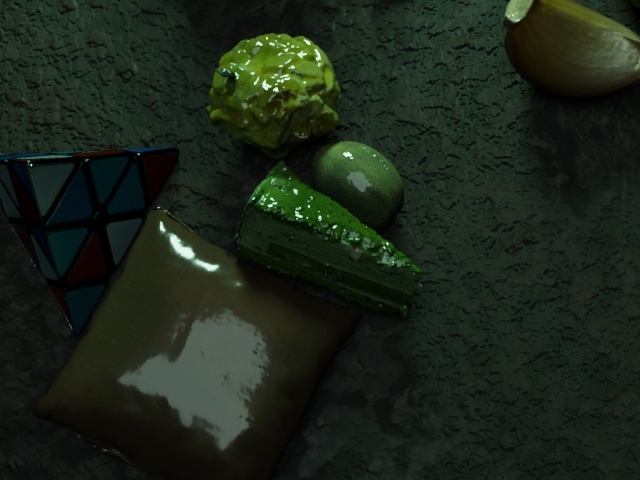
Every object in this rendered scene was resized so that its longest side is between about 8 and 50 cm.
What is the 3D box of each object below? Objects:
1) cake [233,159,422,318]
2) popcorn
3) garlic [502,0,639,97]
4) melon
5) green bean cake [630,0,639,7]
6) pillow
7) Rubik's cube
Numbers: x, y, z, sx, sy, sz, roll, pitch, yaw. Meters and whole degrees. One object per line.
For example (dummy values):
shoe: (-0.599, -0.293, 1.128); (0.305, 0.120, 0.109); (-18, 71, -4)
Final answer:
cake: (0.019, -0.001, 1.682); (0.235, 0.100, 0.099); (23, 46, -2)
popcorn: (-0.063, -0.185, 1.714); (0.173, 0.142, 0.173); (1, 74, -3)
garlic: (0.328, -0.249, 1.718); (0.206, 0.128, 0.115); (16, 37, 2)
melon: (0.046, -0.071, 1.703); (0.130, 0.098, 0.098); (43, 84, 10)
green bean cake: (0.509, -0.442, 1.672); (0.319, 0.218, 0.335); (-18, 60, 2)
pillow: (-0.146, 0.149, 1.663); (0.308, 0.108, 0.305); (27, 75, 8)
Rubik's cube: (-0.296, -0.072, 1.663); (0.250, 0.234, 0.284); (-27, 75, -2)
